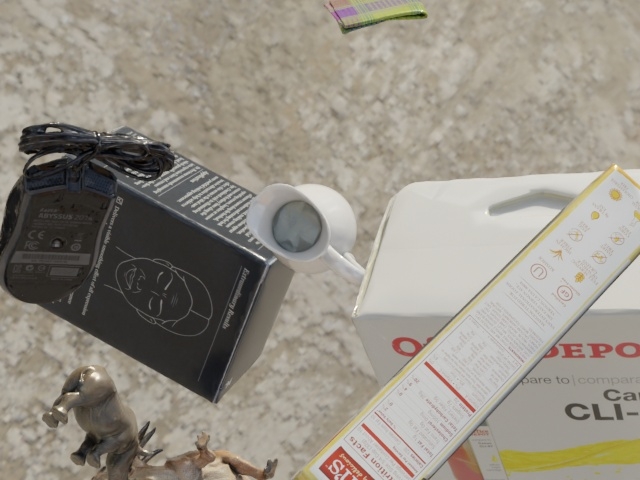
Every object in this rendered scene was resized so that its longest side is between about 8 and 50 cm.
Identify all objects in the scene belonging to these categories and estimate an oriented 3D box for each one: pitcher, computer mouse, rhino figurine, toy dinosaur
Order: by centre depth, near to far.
[{"bbox_3d":[-0.304,-0.038,1.314,0.188,0.272,0.072,7,40,-35],"label":"computer mouse"},{"bbox_3d":[0.000,0.000,1.504,0.178,0.125,0.207,41,6,8],"label":"pitcher"},{"bbox_3d":[-0.306,0.273,1.577,0.073,0.243,0.106,12,51,32],"label":"rhino figurine"},{"bbox_3d":[-0.199,0.369,1.754,0.296,0.200,0.127,25,73,-42],"label":"toy dinosaur"}]

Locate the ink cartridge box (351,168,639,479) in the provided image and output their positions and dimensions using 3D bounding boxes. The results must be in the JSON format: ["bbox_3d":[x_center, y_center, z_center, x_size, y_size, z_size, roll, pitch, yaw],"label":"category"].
[{"bbox_3d":[0.219,0.137,0.982,0.160,0.279,0.384,-69,147,-43],"label":"ink cartridge box"}]

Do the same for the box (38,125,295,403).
[{"bbox_3d":[-0.261,0.034,1.898,0.395,0.293,0.212,28,27,10],"label":"box"}]

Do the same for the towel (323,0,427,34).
[{"bbox_3d":[0.037,-0.156,0.745,0.060,0.009,0.083,-13,25,-3],"label":"towel"}]

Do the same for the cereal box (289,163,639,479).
[{"bbox_3d":[0.065,0.078,0.577,0.047,0.173,0.240,45,62,9],"label":"cereal box"}]
